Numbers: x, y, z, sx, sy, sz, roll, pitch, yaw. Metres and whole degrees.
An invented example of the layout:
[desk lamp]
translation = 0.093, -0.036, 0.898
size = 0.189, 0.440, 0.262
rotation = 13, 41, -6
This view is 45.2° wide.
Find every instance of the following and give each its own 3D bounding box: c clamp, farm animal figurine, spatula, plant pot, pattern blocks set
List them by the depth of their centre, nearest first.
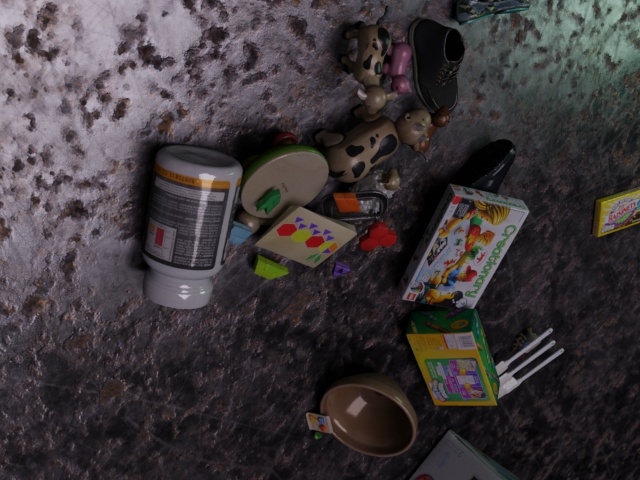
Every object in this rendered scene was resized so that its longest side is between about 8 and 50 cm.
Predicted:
[farm animal figurine]
translation = 0.121, -0.237, 1.536
size = 0.327, 0.172, 0.330
rotation = -48, 127, -2
[pattern blocks set]
translation = -0.027, -0.008, 1.563
size = 0.285, 0.026, 0.325
rotation = -33, 140, 23
[c clamp]
translation = 0.063, -0.058, 1.577
size = 0.160, 0.022, 0.137
rotation = -7, 141, 8
[plant pot]
translation = 0.127, 0.399, 1.851
size = 0.110, 0.237, 0.237
rotation = -55, 142, -50
[spatula]
translation = 0.559, 0.344, 2.129
size = 0.242, 0.019, 0.168
rotation = -38, 132, 4

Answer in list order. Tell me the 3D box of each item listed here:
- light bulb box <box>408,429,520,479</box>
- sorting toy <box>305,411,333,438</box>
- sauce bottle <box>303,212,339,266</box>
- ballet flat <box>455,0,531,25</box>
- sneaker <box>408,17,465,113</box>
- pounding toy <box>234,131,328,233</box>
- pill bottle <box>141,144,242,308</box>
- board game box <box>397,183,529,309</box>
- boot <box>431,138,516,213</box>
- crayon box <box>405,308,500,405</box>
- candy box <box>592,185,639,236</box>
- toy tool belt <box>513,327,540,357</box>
[light bulb box]
translation = 0.481, 0.757, 2.104
size = 0.225, 0.358, 0.361
rotation = -51, 128, -2
[sorting toy]
translation = -0.001, 0.455, 1.871
size = 0.012, 0.062, 0.083
rotation = -56, 142, -50
[sauce bottle]
translation = 0.000, 0.000, 1.661
size = 0.042, 0.042, 0.128
rotation = 33, 103, -37
[ballet flat]
translation = 0.366, -0.503, 1.624
size = 0.188, 0.070, 0.070
rotation = -19, 121, -25
[sneaker]
translation = 0.256, -0.346, 1.596
size = 0.083, 0.118, 0.222
rotation = -34, 125, -13
[pounding toy]
translation = -0.091, -0.127, 1.514
size = 0.183, 0.110, 0.237
rotation = -14, 147, -22
[pill bottle]
translation = -0.246, -0.025, 1.430
size = 0.162, 0.162, 0.278
rotation = 3, 110, -31
[board game box]
translation = 0.325, 0.023, 1.780
size = 0.193, 0.053, 0.305
rotation = 10, 123, -18
[boot]
translation = 0.404, -0.093, 1.816
size = 0.246, 0.094, 0.207
rotation = -47, 124, 6
[crayon box]
translation = 0.334, 0.296, 1.915
size = 0.278, 0.165, 0.081
rotation = 66, 31, -34
[candy box]
translation = 0.835, -0.084, 2.115
size = 0.206, 0.027, 0.105
rotation = -17, 117, -23
[toy tool belt]
translation = 0.562, 0.283, 2.126
size = 0.083, 0.051, 0.052
rotation = -40, 143, 7
